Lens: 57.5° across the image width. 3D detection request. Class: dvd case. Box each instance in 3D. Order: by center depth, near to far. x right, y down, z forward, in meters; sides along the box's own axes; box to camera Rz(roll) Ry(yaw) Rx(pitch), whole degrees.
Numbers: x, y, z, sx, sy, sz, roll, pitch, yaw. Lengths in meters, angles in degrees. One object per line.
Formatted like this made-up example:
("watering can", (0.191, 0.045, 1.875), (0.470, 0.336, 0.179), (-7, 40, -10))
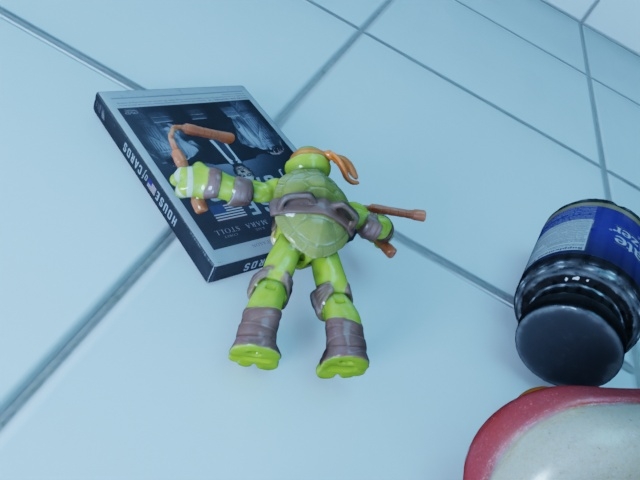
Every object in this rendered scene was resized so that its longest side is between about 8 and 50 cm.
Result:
("dvd case", (-0.094, -0.073, 0.591), (0.179, 0.029, 0.238), (-16, 57, -41))

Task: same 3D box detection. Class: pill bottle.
("pill bottle", (0.274, 0.051, 0.611), (0.123, 0.123, 0.219), (37, 40, 8))

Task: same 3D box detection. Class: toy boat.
("toy boat", (0.207, 0.169, 0.456), (0.231, 0.151, 0.151), (8, 13, -25))

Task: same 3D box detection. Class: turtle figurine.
("turtle figurine", (0.000, 0.000, 0.492), (0.269, 0.087, 0.217), (18, 56, -28))
